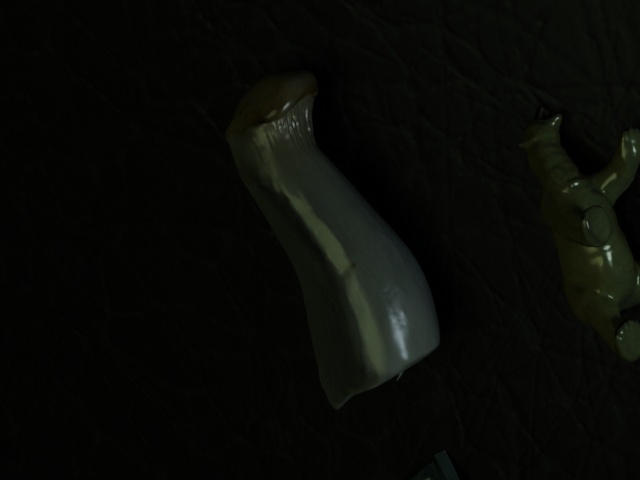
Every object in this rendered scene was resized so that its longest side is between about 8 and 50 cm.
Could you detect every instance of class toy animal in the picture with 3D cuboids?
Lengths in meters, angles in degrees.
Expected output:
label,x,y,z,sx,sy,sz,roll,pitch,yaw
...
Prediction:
label,x,y,z,sx,sy,sz,roll,pitch,yaw
toy animal,0.236,-0.010,1.219,0.101,0.103,0.218,1,115,58

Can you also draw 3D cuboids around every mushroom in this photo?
label,x,y,z,sx,sy,sz,roll,pitch,yaw
mushroom,0.000,0.000,1.345,0.159,0.122,0.328,-23,94,28

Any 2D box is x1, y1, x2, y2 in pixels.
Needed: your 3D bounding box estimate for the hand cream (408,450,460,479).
label,x,y,z,sx,sy,sz,roll,pitch,yaw
hand cream,0.068,0.319,1.469,0.075,0.052,0.248,48,126,7
